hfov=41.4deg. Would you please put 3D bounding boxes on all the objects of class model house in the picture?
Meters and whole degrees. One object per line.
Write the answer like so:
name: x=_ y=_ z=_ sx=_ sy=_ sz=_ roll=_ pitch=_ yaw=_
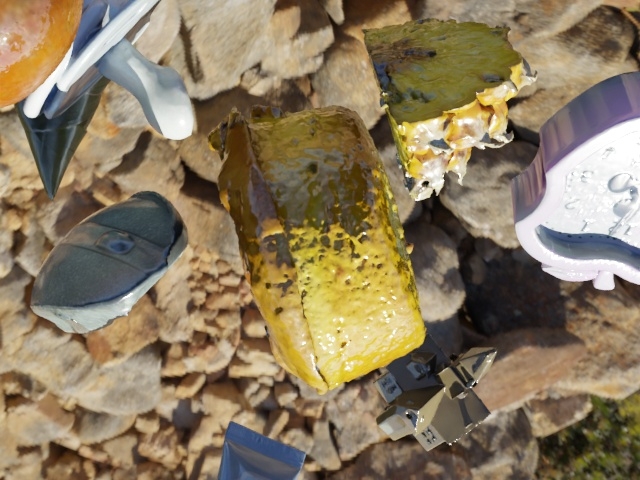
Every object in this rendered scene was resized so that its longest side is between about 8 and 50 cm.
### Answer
model house: x=0.220 y=0.252 z=1.483 sx=0.181 sy=0.176 sz=0.248 roll=51 pitch=136 yaw=10

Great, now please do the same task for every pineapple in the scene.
pineapple: x=0.126 y=-0.112 z=0.785 sx=0.139 sy=0.250 sz=0.164 roll=-15 pitch=113 yaw=3

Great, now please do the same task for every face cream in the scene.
face cream: x=-0.128 y=0.456 z=1.175 sx=0.135 sy=0.385 sz=0.086 roll=28 pitch=152 yaw=-22

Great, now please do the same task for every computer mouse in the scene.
computer mouse: x=-0.296 y=0.032 z=1.128 sx=0.114 sy=0.374 sz=0.203 roll=47 pitch=61 yaw=-13

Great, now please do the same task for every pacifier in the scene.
pacifier: x=-0.244 y=-0.200 z=1.062 sx=0.207 sy=0.279 sz=0.227 roll=40 pitch=68 yaw=-14

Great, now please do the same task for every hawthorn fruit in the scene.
hawthorn fruit: x=-0.307 y=-0.202 z=0.750 sx=0.199 sy=0.251 sz=0.199 roll=5 pitch=72 yaw=-14

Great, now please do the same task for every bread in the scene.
bread: x=-0.001 y=-0.003 z=1.045 sx=0.204 sy=0.337 sz=0.358 roll=-19 pitch=87 yaw=-5

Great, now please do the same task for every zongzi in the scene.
zongzi: x=-0.448 y=-0.249 z=1.245 sx=0.274 sy=0.145 sz=0.300 roll=29 pitch=105 yaw=11

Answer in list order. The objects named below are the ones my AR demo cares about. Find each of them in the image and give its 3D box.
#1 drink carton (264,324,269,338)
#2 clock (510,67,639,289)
drink carton: x=-0.033 y=0.144 z=1.708 sx=0.071 sy=0.056 sz=0.166 roll=36 pitch=106 yaw=-29
clock: x=0.440 y=-0.068 z=1.166 sx=0.338 sy=0.102 sz=0.338 roll=2 pitch=135 yaw=2
